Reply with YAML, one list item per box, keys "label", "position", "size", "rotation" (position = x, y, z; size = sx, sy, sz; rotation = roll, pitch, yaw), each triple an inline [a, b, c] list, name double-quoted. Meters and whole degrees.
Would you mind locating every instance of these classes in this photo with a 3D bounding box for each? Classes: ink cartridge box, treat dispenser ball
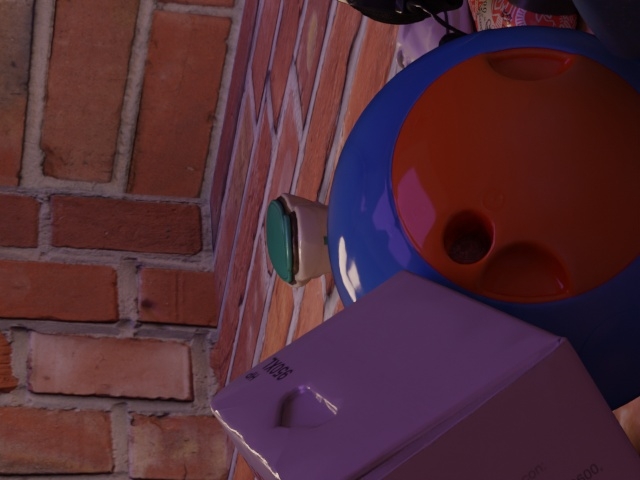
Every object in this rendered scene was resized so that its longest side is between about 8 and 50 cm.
- label: "ink cartridge box"
  position: [0.125, 0.233, 1.078]
  size: [0.395, 0.166, 0.285]
  rotation: [58, 170, -14]
- label: "treat dispenser ball"
  position: [0.148, -0.010, 1.294]
  size: [0.288, 0.288, 0.288]
  rotation: [-176, 90, -80]

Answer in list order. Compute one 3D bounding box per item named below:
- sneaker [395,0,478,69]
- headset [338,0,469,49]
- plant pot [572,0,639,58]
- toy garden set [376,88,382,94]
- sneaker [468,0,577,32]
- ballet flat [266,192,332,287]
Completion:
- label: "sneaker"
  position: [0.128, -0.184, 1.852]
  size: [0.094, 0.091, 0.258]
  rotation: [41, -144, -48]
- label: "headset"
  position: [0.109, -0.290, 1.647]
  size: [0.243, 0.185, 0.394]
  rotation: [103, 164, -48]
- label: "plant pot"
  position: [0.230, -0.260, 1.117]
  size: [0.247, 0.248, 0.252]
  rotation: [-100, -1, -53]
- label: "toy garden set"
  position: [0.087, -0.051, 2.028]
  size: [0.204, 0.049, 0.244]
  rotation: [-37, -60, -78]
- label: "sneaker"
  position: [0.175, -0.211, 1.767]
  size: [0.270, 0.090, 0.145]
  rotation: [-119, 37, -67]
- label: "ballet flat"
  position: [0.000, 0.000, 2.553]
  size: [0.400, 0.139, 0.139]
  rotation: [-163, 77, -84]
